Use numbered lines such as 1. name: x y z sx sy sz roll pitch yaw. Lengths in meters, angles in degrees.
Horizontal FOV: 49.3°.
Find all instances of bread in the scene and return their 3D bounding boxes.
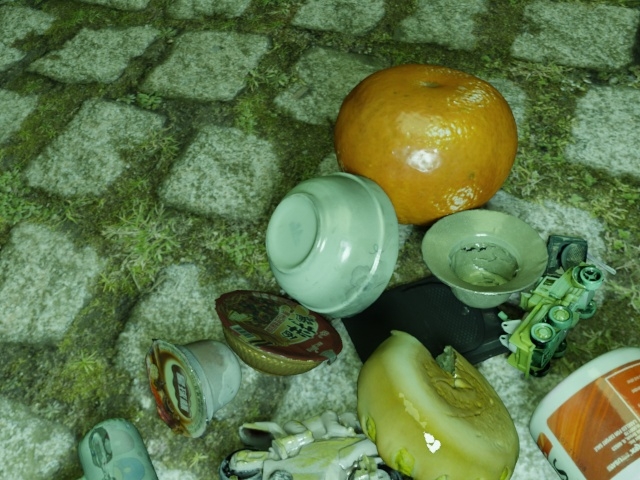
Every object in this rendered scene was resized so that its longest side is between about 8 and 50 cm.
1. bread: 0.195 0.309 1.194 0.160 0.333 0.333 -49 47 22

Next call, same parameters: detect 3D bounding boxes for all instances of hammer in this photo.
1. hammer: -0.454 0.473 1.237 0.335 0.119 0.206 -28 51 -9

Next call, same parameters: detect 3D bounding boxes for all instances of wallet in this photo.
1. wallet: 0.223 0.180 1.454 0.322 0.041 0.247 -18 48 -10
2. wallet: 0.539 0.044 1.539 0.088 0.026 0.129 11 59 16

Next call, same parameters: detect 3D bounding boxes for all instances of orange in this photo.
1. orange: 0.237 -0.217 1.607 0.423 0.326 0.424 2 34 -2

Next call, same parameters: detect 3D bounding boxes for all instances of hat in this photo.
1. hat: 0.335 0.062 1.450 0.257 0.130 0.257 -3 42 3

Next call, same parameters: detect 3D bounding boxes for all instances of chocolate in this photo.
1. chocolate: -0.235 0.267 1.364 0.221 0.221 0.147 34 33 30

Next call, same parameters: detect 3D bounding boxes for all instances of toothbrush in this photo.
1. toothbrush: 0.602 0.036 1.557 0.011 0.013 0.131 -36 56 -20

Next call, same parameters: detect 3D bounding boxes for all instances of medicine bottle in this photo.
1. medicine bottle: 0.510 0.337 1.145 0.252 0.253 0.241 -22 50 -13

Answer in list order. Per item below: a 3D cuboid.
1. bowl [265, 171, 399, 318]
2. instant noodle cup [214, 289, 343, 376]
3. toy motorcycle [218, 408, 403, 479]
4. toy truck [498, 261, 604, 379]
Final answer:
1. bowl: 0.000 0.000 1.445 0.163 0.307 0.307 13 34 -42
2. instant noodle cup: -0.095 0.201 1.397 0.274 0.091 0.274 20 16 -6
3. toy motorcycle: -0.006 0.381 1.243 0.340 0.108 0.223 -1 26 20
4. toy truck: 0.456 0.142 1.406 0.259 0.128 0.135 -38 51 -25
